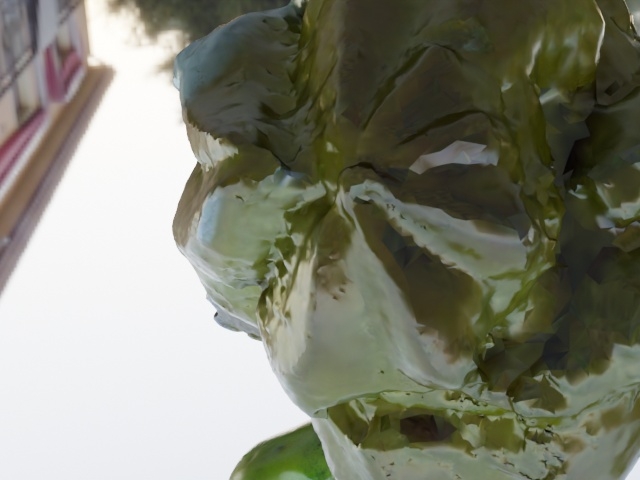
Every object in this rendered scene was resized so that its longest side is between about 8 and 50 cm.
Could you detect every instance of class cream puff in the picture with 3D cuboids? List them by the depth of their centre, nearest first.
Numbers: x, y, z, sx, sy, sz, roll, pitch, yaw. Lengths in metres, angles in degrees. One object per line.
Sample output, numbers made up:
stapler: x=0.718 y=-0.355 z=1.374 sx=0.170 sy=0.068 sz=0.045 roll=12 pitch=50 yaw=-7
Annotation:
cream puff: x=0.088 y=-0.018 z=0.630 sx=0.379 sy=0.378 sz=0.275 roll=-4 pitch=171 yaw=-5

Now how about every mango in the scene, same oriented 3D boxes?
mango: x=-0.009 y=0.203 z=0.943 sx=0.163 sy=0.089 sz=0.117 roll=-29 pitch=172 yaw=36

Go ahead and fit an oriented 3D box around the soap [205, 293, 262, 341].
soap: x=0.000 y=0.000 z=1.233 sx=0.160 sy=0.080 sz=0.257 roll=17 pitch=-119 yaw=22
